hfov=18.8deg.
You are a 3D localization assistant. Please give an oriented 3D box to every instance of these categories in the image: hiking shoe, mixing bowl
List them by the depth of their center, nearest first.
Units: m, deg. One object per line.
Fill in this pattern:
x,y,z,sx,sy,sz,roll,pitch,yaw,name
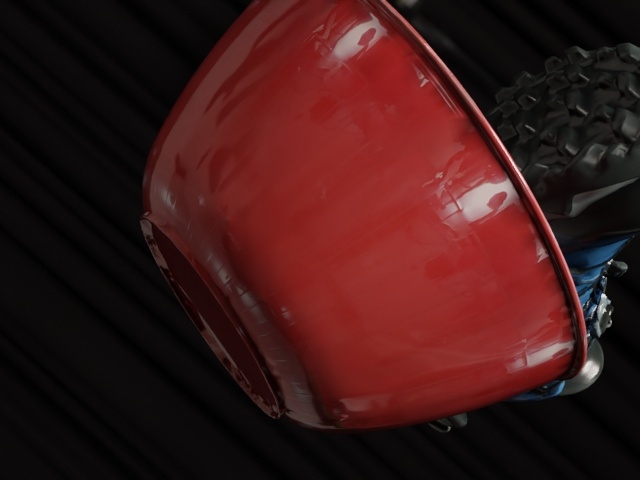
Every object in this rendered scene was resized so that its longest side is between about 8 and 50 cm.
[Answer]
0.000,0.000,0.683,0.098,0.181,0.181,-34,176,-13,mixing bowl
0.103,0.005,0.898,0.113,0.132,0.304,-53,-167,-28,hiking shoe
